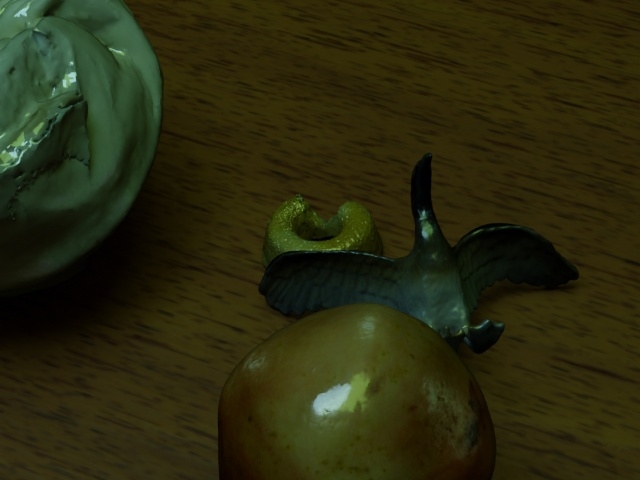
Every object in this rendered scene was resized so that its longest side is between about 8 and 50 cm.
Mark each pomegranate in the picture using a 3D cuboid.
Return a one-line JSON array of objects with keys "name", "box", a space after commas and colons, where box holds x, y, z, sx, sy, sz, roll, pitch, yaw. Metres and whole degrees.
[{"name": "pomegranate", "box": [0.023, 0.153, 1.121, 0.209, 0.209, 0.209, -1, 47, 1]}]

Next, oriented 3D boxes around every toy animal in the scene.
[{"name": "toy animal", "box": [0.102, 0.027, 1.249, 0.272, 0.197, 0.160, -8, 50, -12]}]

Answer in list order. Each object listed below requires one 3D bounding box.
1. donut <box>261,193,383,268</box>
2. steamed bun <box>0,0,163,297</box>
[{"name": "donut", "box": [0.000, 0.000, 1.369, 0.108, 0.043, 0.097, 1, 46, 9]}, {"name": "steamed bun", "box": [-0.281, -0.066, 1.318, 0.346, 0.237, 0.394, -30, 25, 9]}]
